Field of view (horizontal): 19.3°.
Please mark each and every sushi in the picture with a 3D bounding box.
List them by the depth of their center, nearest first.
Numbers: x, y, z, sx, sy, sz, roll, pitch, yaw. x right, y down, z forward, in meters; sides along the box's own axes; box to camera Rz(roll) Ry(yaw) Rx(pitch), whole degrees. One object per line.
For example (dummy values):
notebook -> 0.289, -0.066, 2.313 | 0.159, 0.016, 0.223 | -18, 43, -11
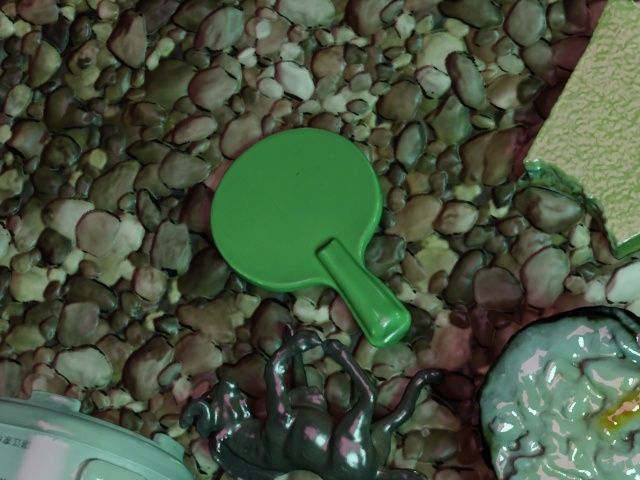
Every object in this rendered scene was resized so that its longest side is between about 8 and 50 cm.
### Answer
sushi -> 0.246, 0.221, 1.484 | 0.211, 0.171, 0.350 | -27, 67, 6

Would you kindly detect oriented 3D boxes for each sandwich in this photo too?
sandwich -> 0.315, -0.073, 1.630 | 0.245, 0.063, 0.212 | 27, 84, 22

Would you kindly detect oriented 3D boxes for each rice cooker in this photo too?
rice cooker -> -0.233, 0.258, 1.561 | 0.241, 0.280, 0.227 | -12, 56, 55

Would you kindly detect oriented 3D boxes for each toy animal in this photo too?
toy animal -> 0.000, 0.157, 1.631 | 0.232, 0.084, 0.148 | 17, 88, 18

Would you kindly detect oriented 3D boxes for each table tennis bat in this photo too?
table tennis bat -> 0.000, 0.000, 1.686 | 0.160, 0.039, 0.257 | -37, 55, -2
